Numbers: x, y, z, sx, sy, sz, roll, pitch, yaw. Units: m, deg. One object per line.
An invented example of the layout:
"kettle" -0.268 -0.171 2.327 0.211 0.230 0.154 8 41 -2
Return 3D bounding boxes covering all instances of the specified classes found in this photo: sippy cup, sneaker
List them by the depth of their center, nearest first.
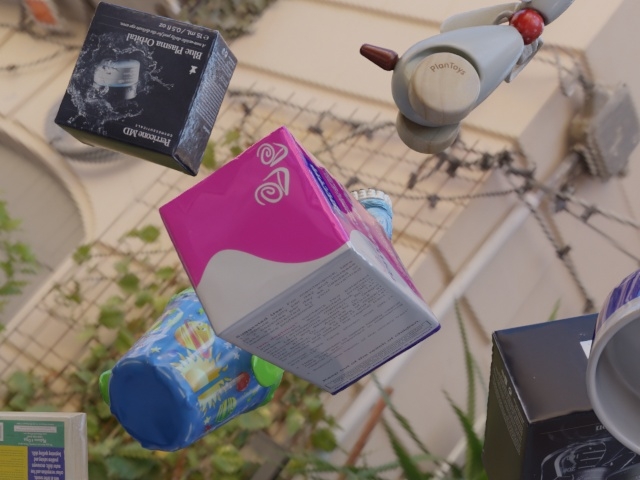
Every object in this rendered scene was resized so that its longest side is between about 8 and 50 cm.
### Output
"sneaker" 0.000 0.000 1.095 0.063 0.162 0.073 49 27 -63
"sippy cup" -0.211 0.215 1.659 0.240 0.224 0.305 41 -56 8

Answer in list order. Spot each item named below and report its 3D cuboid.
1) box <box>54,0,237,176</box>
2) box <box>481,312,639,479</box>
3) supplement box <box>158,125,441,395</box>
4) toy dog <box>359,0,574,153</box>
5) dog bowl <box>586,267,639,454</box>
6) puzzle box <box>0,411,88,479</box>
"box" -0.202 -0.177 1.224 0.156 0.158 0.093 16 -8 13
"box" 0.436 0.273 1.568 0.179 0.343 0.312 -105 -172 -46
"supplement box" -0.008 0.025 0.779 0.111 0.114 0.220 61 11 26
"toy dog" 0.178 -0.262 1.313 0.161 0.333 0.220 41 -37 6
"dog bowl" 0.462 0.151 1.264 0.265 0.104 0.264 10 -56 15
"puzzle box" -0.567 0.418 1.711 0.409 0.272 0.052 -2 -2 19
